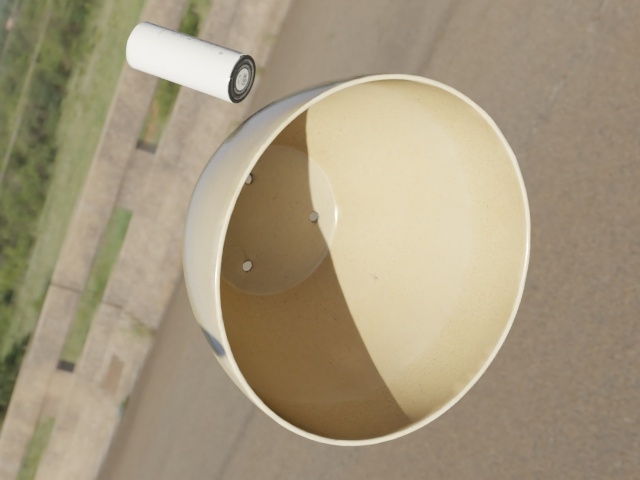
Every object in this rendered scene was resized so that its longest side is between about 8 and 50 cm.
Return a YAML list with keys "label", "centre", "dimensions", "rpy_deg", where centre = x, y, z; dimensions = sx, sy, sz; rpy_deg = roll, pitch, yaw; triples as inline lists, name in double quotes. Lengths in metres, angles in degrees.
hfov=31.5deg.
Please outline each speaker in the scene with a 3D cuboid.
- label: "speaker"
  centre: [-0.140, -0.192, 1.215]
  dimensions: [0.055, 0.136, 0.055]
  rpy_deg: [-49, -30, -40]

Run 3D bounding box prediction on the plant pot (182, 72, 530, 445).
- label: "plant pot"
  centre: [0.000, 0.000, 0.923]
  dimensions: [0.191, 0.284, 0.284]
  rpy_deg: [20, 93, 56]
